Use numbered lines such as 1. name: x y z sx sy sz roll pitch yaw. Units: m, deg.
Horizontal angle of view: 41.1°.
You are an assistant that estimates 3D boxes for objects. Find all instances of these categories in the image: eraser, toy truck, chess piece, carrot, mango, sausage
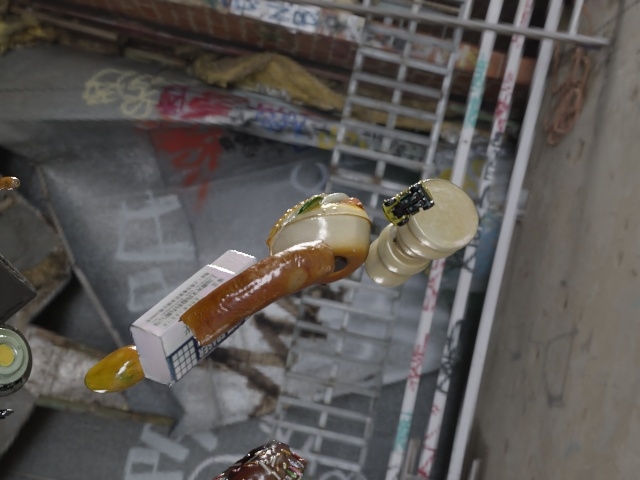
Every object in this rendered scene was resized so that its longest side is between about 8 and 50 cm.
1. eraser: -0.231 0.145 1.658 0.287 0.086 0.130 -40 -48 -42
2. toy truck: 0.145 -0.062 1.428 0.083 0.049 0.054 -32 8 17
3. chess piece: 0.195 0.009 1.841 0.300 0.167 0.167 130 156 -54
4. carrot: -0.845 -0.146 2.212 0.035 0.165 0.036 -1 -90 -66
5. mango: -0.475 0.309 2.009 0.089 0.163 0.111 63 165 -19
6. sausage: -0.112 0.087 1.496 0.076 0.302 0.103 60 -179 17

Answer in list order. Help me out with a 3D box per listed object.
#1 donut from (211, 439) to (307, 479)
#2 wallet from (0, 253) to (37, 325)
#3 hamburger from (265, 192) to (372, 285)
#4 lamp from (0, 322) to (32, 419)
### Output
1. donut: -0.131 0.438 1.513 0.235 0.089 0.235 -35 -5 -3
2. wallet: -0.883 0.180 1.971 0.228 0.406 0.062 53 178 -38
3. hamburger: 0.003 0.001 1.778 0.237 0.236 0.147 106 153 -57
4. lamp: -0.907 0.321 2.272 0.272 0.205 0.374 -41 61 28
